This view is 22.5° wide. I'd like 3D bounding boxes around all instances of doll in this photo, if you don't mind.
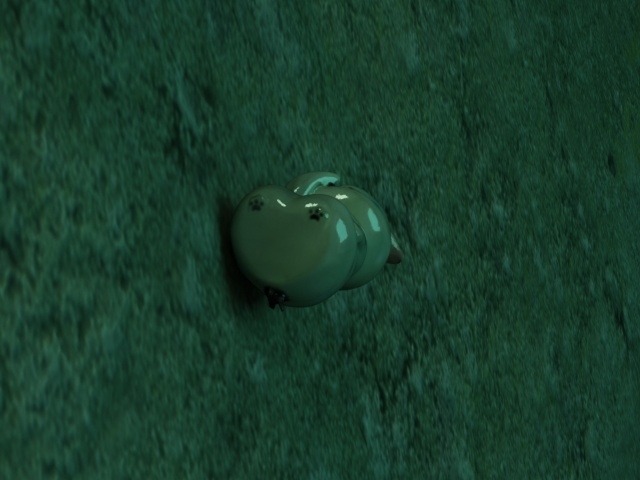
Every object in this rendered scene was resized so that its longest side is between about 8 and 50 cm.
[{"bbox_3d":[-0.002,-0.002,1.387,0.181,0.110,0.107,-21,120,-65],"label":"doll"}]
